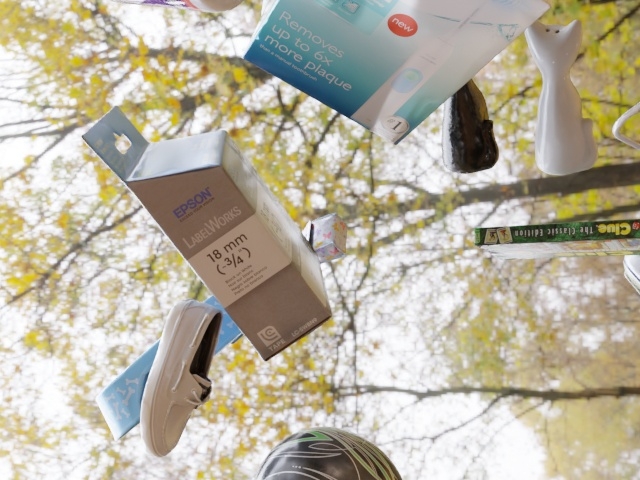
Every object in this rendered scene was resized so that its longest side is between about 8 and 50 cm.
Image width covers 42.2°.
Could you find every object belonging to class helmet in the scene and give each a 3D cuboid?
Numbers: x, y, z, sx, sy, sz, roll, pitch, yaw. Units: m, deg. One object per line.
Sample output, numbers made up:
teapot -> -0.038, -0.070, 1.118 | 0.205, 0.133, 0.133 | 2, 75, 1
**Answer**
helmet -> 0.010, 0.281, 0.882 | 0.169, 0.161, 0.169 | 28, -153, -16

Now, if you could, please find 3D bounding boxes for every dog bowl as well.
dog bowl -> -0.219, 0.182, 1.256 | 0.074, 0.297, 0.166 | 50, -167, 3

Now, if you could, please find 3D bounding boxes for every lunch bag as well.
lunch bag -> 0.000, 0.000, 1.421 | 0.053, 0.083, 0.071 | 44, -140, -38

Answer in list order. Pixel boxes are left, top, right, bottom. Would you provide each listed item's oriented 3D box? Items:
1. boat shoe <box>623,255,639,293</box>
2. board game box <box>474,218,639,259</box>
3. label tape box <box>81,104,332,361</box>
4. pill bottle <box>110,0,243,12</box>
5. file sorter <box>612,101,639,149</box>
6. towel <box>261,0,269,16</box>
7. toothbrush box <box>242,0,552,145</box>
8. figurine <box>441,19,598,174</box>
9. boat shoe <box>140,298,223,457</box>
boat shoe -> 0.598, 0.136, 1.370 | 0.302, 0.094, 0.109 | 43, -150, -7
board game box -> 0.346, 0.000, 1.083 | 0.136, 0.260, 0.030 | 15, -106, -61
label tape box -> -0.127, -0.045, 1.028 | 0.333, 0.106, 0.240 | 54, -174, -17
pill bottle -> -0.165, -0.278, 0.789 | 0.108, 0.194, 0.108 | -31, -52, -51
file sorter -> 0.455, -0.043, 0.826 | 0.173, 0.193, 0.277 | 9, -129, -47
towel -> 0.096, -0.468, 1.386 | 0.090, 0.375, 0.320 | 58, -142, -71
toothbrush box -> 0.078, -0.257, 0.872 | 0.216, 0.295, 0.126 | 28, -120, -15
figurine -> 0.251, -0.194, 1.089 | 0.092, 0.215, 0.209 | -55, -42, -43
boat shoe -> -0.154, 0.161, 0.955 | 0.066, 0.063, 0.184 | 44, -122, -60
